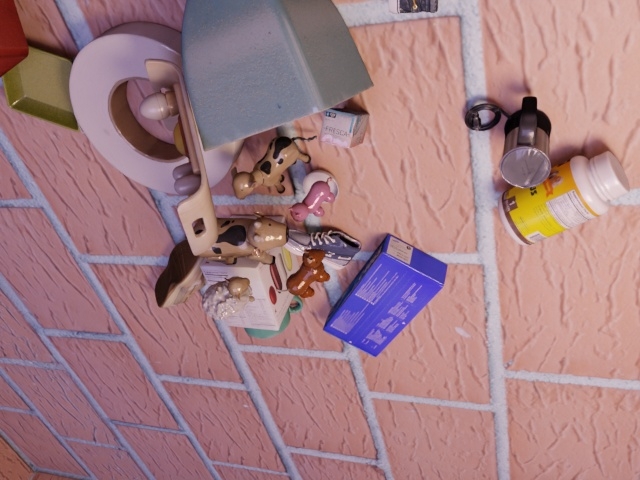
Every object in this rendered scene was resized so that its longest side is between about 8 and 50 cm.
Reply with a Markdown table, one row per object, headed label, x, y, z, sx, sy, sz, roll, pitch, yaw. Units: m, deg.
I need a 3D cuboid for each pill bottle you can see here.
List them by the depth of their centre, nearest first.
| label | x | y | z | sx | sy | sz | roll | pitch | yaw |
| --- | --- | --- | --- | --- | --- | --- | --- | --- | --- |
| pill bottle | 0.452 | -0.080 | 1.100 | 0.215 | 0.117 | 0.117 | -29 | 115 | 38 |

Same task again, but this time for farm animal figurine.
| label | x | y | z | sx | sy | sz | roll | pitch | yaw |
| --- | --- | --- | --- | --- | --- | --- | --- | --- | --- |
| farm animal figurine | -0.131 | -0.033 | 1.197 | 0.326 | 0.330 | 0.172 | -19 | 163 | 17 |

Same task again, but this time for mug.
| label | x | y | z | sx | sy | sz | roll | pitch | yaw |
| --- | --- | --- | --- | --- | --- | --- | --- | --- | --- |
| mug | -0.142 | 0.175 | 1.576 | 0.129 | 0.158 | 0.097 | 22 | 138 | 37 |

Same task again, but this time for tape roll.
| label | x | y | z | sx | sy | sz | roll | pitch | yaw |
| --- | --- | --- | --- | --- | --- | --- | --- | --- | --- |
| tape roll | -0.354 | -0.273 | 1.280 | 0.392 | 0.072 | 0.392 | 12 | 134 | 12 |

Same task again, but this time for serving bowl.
| label | x | y | z | sx | sy | sz | roll | pitch | yaw |
| --- | --- | --- | --- | --- | --- | --- | --- | --- | --- |
| serving bowl | 0.004 | -0.123 | 1.302 | 0.083 | 0.027 | 0.083 | 12 | 133 | 13 |

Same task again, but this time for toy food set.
| label | x | y | z | sx | sy | sz | roll | pitch | yaw |
| --- | --- | --- | --- | --- | --- | --- | --- | --- | --- |
| toy food set | -0.263 | -0.147 | 1.083 | 0.092 | 0.306 | 0.220 | -12 | 158 | -9 |

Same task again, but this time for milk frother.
| label | x | y | z | sx | sy | sz | roll | pitch | yaw |
| --- | --- | --- | --- | --- | --- | --- | --- | --- | --- |
| milk frother | 0.331 | -0.177 | 1.049 | 0.143 | 0.135 | 0.129 | -11 | 125 | 30 |

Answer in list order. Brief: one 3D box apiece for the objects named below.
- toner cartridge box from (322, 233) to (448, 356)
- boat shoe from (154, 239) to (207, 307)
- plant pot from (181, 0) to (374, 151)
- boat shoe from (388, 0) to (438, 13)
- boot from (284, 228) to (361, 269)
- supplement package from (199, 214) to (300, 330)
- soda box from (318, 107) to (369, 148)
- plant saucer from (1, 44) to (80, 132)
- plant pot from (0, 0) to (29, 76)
| label | x | y | z | sx | sy | sz | roll | pitch | yaw |
| --- | --- | --- | --- | --- | --- | --- | --- | --- | --- |
| toner cartridge box | 0.151 | 0.146 | 1.455 | 0.165 | 0.075 | 0.348 | 29 | 134 | -4 |
| boat shoe | -0.359 | 0.091 | 1.602 | 0.098 | 0.109 | 0.302 | 1 | 146 | -36 |
| plant pot | -0.091 | -0.331 | 1.017 | 0.248 | 0.247 | 0.252 | -12 | 106 | 30 |
| boat shoe | 0.152 | -0.449 | 0.929 | 0.083 | 0.065 | 0.183 | 7 | 139 | 14 |
| boot | 0.000 | 0.000 | 1.381 | 0.190 | 0.069 | 0.086 | 22 | 132 | -24 |
| supplement package | -0.159 | 0.075 | 1.430 | 0.149 | 0.194 | 0.203 | 1 | 131 | 20 |
| soda box | 0.048 | -0.211 | 1.096 | 0.058 | 0.183 | 0.063 | 15 | 105 | 8 |
| plant saucer | -0.625 | -0.358 | 1.329 | 0.188 | 0.045 | 0.188 | 19 | 134 | 4 |
| plant pot | -0.744 | -0.424 | 1.147 | 0.267 | 0.236 | 0.267 | -17 | 91 | 33 |
